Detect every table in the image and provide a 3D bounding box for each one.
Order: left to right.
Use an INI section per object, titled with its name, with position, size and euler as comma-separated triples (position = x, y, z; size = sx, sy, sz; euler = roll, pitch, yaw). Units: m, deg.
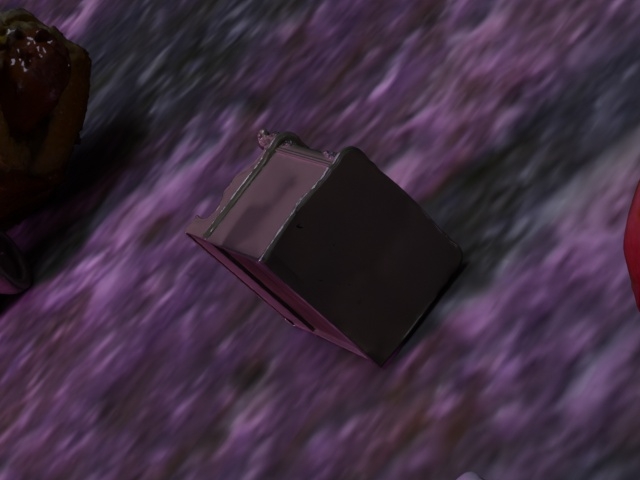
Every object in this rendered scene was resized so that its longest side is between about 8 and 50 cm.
[table]
position = 0.000, 0.000, 0.798
size = 0.062, 0.079, 0.083
euler = -53, 28, -10

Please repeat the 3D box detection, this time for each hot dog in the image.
[hot dog]
position = -0.209, -0.044, 1.092
size = 0.213, 0.103, 0.146
euler = -49, -2, 41

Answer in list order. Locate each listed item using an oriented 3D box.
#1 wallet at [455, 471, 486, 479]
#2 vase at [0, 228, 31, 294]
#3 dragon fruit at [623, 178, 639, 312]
[wallet]
position = 0.014, 0.166, 0.617
size = 0.183, 0.032, 0.124
euler = -46, 29, 2
[vase]
position = -0.216, 0.034, 1.063
size = 0.100, 0.053, 0.053
euler = -32, 31, 14
[dragon fruit]
position = 0.182, 0.027, 0.410
size = 0.269, 0.198, 0.200
euler = 177, 110, -75
